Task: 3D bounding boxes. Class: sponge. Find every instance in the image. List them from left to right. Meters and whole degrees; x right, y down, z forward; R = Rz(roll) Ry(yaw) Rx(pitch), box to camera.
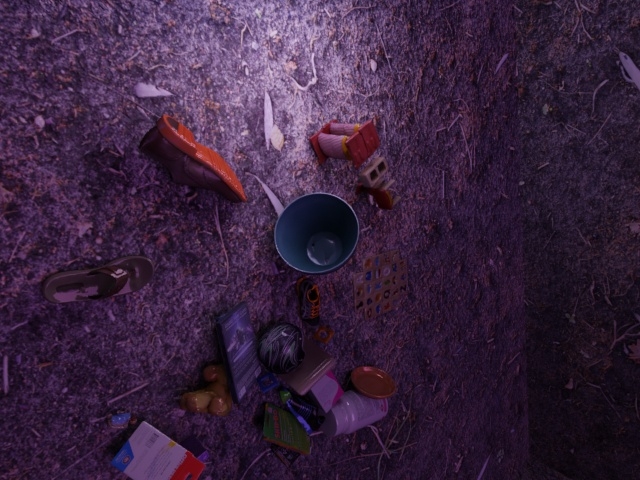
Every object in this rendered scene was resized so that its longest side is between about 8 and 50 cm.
[{"bbox_3d":[-0.467,0.714,1.276,0.210,0.117,0.031,-30,114,-31],"label":"sponge"}]

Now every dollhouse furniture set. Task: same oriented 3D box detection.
[{"bbox_3d":[0.138,-0.266,1.542,0.152,0.201,0.373,-46,128,-23],"label":"dollhouse furniture set"}]

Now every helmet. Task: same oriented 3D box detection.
[{"bbox_3d":[-0.140,0.380,1.448,0.170,0.170,0.161,-33,133,-29],"label":"helmet"}]

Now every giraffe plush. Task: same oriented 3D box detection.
[{"bbox_3d":[-0.336,0.480,1.327,0.211,0.182,0.170,24,61,-28],"label":"giraffe plush"}]

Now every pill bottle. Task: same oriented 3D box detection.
[{"bbox_3d":[0.136,0.719,1.720,0.283,0.161,0.160,-3,99,-38],"label":"pill bottle"}]

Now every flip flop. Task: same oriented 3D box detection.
[{"bbox_3d":[-0.592,0.112,1.101,0.277,0.080,0.112,-10,104,-36],"label":"flip flop"}]

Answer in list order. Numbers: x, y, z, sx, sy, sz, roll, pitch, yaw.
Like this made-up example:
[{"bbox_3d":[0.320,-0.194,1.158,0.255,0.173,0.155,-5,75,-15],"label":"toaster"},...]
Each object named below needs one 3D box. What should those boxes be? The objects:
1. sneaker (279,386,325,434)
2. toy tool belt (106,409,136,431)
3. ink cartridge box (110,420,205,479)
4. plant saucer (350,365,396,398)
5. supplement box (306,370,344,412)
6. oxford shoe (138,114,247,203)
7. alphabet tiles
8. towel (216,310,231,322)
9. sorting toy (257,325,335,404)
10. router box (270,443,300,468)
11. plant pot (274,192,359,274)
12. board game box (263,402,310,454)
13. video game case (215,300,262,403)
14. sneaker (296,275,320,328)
[{"bbox_3d":[-0.070,0.644,1.576,0.091,0.081,0.232,-37,107,-16],"label":"sneaker"},{"bbox_3d":[-0.585,0.526,1.195,0.084,0.052,0.051,2,105,-39],"label":"toy tool belt"},{"bbox_3d":[-0.472,0.658,1.194,0.231,0.078,0.134,33,58,3],"label":"ink cartridge box"},{"bbox_3d":[0.226,0.620,1.754,0.200,0.200,0.037,-3,114,-38],"label":"plant saucer"},{"bbox_3d":[-0.015,0.556,1.606,0.111,0.114,0.219,-40,118,-27],"label":"supplement box"},{"bbox_3d":[-0.370,-0.212,1.220,0.133,0.129,0.364,-38,132,10],"label":"oxford shoe"},{"bbox_3d":[0.278,0.198,1.839,0.343,0.011,0.284,-13,106,-36],"label":"alphabet tiles"},{"bbox_3d":[-0.313,0.305,1.384,0.067,0.029,0.119,-23,112,-33],"label":"towel"},{"bbox_3d":[-0.068,0.462,1.508,0.348,0.196,0.047,-37,136,-27],"label":"sorting toy"},{"bbox_3d":[-0.132,0.828,1.607,0.092,0.038,0.122,-42,120,-26],"label":"router box"},{"bbox_3d":[0.000,0.000,1.452,0.290,0.291,0.195,-62,163,-12],"label":"plant pot"},{"bbox_3d":[-0.131,0.722,1.549,0.259,0.039,0.124,44,29,-36],"label":"board game box"},{"bbox_3d":[-0.266,0.364,1.345,0.196,0.026,0.273,-40,120,-72],"label":"video game case"},{"bbox_3d":[-0.037,0.246,1.556,0.084,0.083,0.214,-25,114,-34],"label":"sneaker"}]
